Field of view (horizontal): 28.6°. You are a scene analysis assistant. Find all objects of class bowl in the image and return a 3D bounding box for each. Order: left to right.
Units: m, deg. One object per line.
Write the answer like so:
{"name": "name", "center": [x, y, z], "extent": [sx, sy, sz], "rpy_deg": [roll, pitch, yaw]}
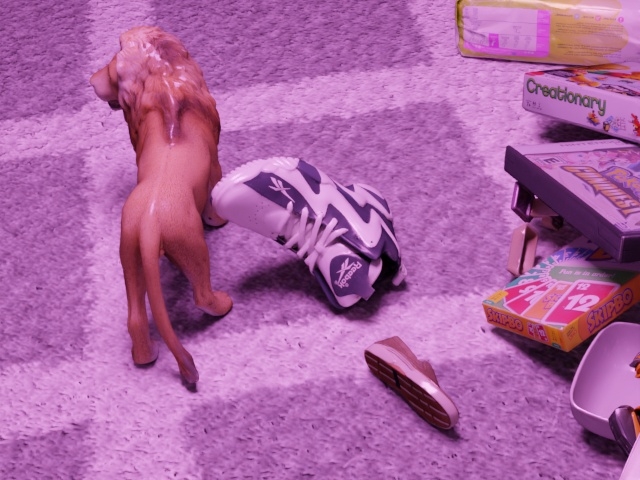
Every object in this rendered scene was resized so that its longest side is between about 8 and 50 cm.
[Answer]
{"name": "bowl", "center": [0.321, 0.150, 1.217], "extent": [0.142, 0.053, 0.142], "rpy_deg": [16, 44, 24]}

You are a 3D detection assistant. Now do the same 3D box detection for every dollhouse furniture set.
{"name": "dollhouse furniture set", "center": [0.265, 0.000, 1.404], "extent": [0.081, 0.091, 0.114], "rpy_deg": [-3, 64, 37]}

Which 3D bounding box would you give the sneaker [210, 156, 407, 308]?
{"name": "sneaker", "center": [0.000, 0.000, 1.366], "extent": [0.235, 0.094, 0.153], "rpy_deg": [17, 33, -40]}

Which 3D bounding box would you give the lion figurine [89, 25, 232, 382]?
{"name": "lion figurine", "center": [-0.168, -0.055, 1.382], "extent": [0.142, 0.240, 0.392], "rpy_deg": [-10, 40, -5]}

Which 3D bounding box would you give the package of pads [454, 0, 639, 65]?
{"name": "package of pads", "center": [0.351, -0.343, 1.786], "extent": [0.296, 0.101, 0.229], "rpy_deg": [7, 40, 16]}

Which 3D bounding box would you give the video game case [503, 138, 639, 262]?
{"name": "video game case", "center": [0.365, -0.053, 1.345], "extent": [0.248, 0.035, 0.275], "rpy_deg": [-5, 24, -16]}

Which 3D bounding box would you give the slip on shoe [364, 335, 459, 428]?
{"name": "slip on shoe", "center": [0.099, 0.139, 1.263], "extent": [0.041, 0.051, 0.135], "rpy_deg": [-29, 37, -23]}

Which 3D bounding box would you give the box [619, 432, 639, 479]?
{"name": "box", "center": [0.267, 0.249, 0.923], "extent": [0.094, 0.275, 0.113], "rpy_deg": [16, 44, 25]}

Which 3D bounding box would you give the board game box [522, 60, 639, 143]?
{"name": "board game box", "center": [0.414, -0.161, 1.498], "extent": [0.193, 0.053, 0.305], "rpy_deg": [-10, 21, -31]}

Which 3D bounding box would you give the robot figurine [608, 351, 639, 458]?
{"name": "robot figurine", "center": [0.399, 0.184, 1.090], "extent": [0.291, 0.085, 0.211], "rpy_deg": [39, 53, 16]}

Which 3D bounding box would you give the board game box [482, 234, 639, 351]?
{"name": "board game box", "center": [0.308, 0.028, 1.336], "extent": [0.259, 0.039, 0.124], "rpy_deg": [-28, 25, -26]}
